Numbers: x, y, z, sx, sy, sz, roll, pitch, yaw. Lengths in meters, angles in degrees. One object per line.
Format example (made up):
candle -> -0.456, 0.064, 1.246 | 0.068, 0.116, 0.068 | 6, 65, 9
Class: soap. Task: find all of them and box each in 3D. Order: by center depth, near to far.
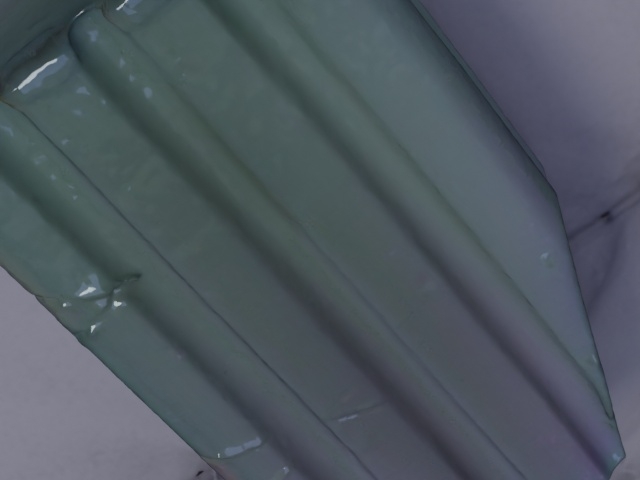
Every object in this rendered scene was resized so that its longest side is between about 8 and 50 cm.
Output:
soap -> 0.000, 0.000, 0.706 | 0.208, 0.115, 0.347 | -36, 117, 12
